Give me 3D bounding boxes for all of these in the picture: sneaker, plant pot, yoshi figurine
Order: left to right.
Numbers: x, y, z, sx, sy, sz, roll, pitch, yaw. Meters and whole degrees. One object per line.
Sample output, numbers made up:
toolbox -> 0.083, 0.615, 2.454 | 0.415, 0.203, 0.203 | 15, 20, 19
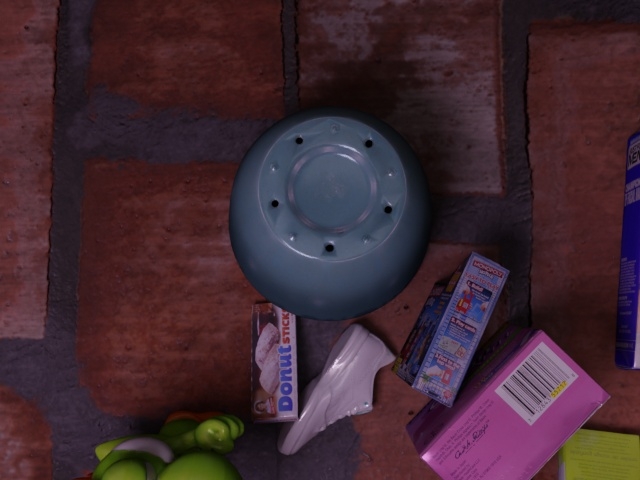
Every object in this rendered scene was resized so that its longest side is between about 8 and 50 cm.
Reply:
yoshi figurine -> -0.166, 0.310, 1.159 | 0.203, 0.362, 0.203 | -28, 84, -1
plant pot -> 0.012, -0.045, 1.226 | 0.293, 0.235, 0.292 | 0, 82, 0
sneaker -> 0.026, 0.227, 1.306 | 0.094, 0.080, 0.212 | 36, 88, -10

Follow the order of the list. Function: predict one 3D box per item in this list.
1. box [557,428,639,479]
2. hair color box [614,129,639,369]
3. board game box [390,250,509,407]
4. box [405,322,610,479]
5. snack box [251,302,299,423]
box -> 0.381, 0.347, 1.254 | 0.109, 0.042, 0.178 | 6, 57, 3
hair color box -> 0.521, 0.017, 1.282 | 0.185, 0.110, 0.338 | 4, 84, 4
board game box -> 0.175, 0.113, 1.247 | 0.060, 0.194, 0.194 | 28, 87, -3
box -> 0.232, 0.225, 1.207 | 0.117, 0.243, 0.213 | 44, 89, 4
snack box -> -0.064, 0.168, 1.296 | 0.064, 0.022, 0.178 | -4, 57, 3
